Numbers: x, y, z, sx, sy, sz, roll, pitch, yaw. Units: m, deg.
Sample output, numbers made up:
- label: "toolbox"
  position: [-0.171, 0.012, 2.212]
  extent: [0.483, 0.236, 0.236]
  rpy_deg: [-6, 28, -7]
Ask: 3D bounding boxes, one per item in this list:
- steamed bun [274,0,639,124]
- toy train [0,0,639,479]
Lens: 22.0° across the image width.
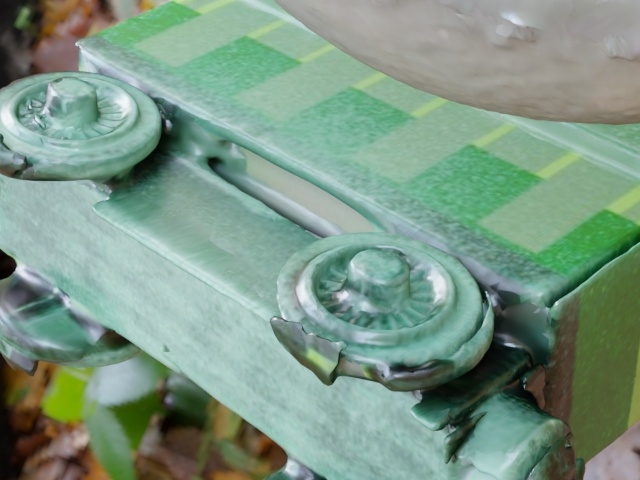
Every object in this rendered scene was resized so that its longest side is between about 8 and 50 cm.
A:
- label: "steamed bun"
  position: [0.085, -0.171, 0.489]
  extent: [0.283, 0.283, 0.177]
  rpy_deg: [-60, -4, 2]
- label: "toy train"
  position: [0.000, 0.000, 0.635]
  extent: [0.301, 0.202, 0.120]
  rpy_deg: [29, 134, 34]
